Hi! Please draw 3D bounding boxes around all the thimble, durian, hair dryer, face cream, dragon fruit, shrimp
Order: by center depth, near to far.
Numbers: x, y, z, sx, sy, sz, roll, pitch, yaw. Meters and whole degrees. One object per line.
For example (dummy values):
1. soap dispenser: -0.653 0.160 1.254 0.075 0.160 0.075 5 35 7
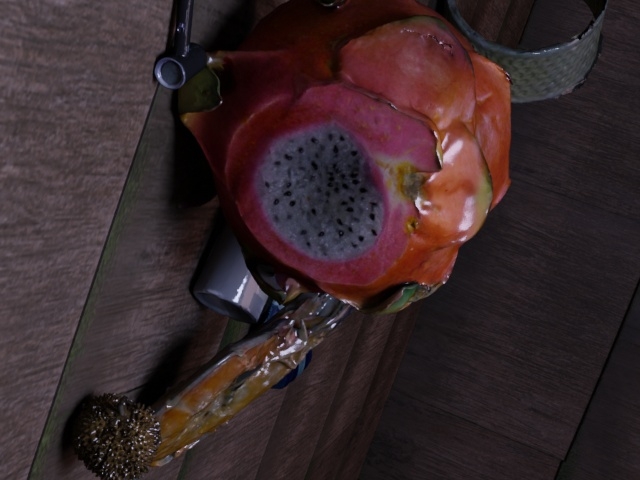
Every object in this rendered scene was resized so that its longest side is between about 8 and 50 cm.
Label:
1. hair dryer: -0.105 -0.161 0.960 0.047 0.026 0.083 -55 155 -58
2. dragon fruit: 0.017 -0.068 1.063 0.189 0.291 0.290 -40 150 -55
3. durian: -0.173 0.163 1.069 0.080 0.080 0.091 -57 164 -46
4. shrimp: -0.071 0.122 1.268 0.317 0.062 0.164 -37 169 -11
5. face cream: -0.047 -0.051 1.304 0.107 0.073 0.269 101 12 -73
6. thimble: 0.328 -0.366 2.017 0.150 0.271 0.271 83 30 -65

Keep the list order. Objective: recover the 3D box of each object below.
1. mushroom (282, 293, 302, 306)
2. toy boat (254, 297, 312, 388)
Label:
1. mushroom: 0.000 0.000 1.405 0.127 0.166 0.166 22 88 -38
2. toy boat: -0.003 0.051 1.674 0.291 0.067 0.220 -57 159 -35
